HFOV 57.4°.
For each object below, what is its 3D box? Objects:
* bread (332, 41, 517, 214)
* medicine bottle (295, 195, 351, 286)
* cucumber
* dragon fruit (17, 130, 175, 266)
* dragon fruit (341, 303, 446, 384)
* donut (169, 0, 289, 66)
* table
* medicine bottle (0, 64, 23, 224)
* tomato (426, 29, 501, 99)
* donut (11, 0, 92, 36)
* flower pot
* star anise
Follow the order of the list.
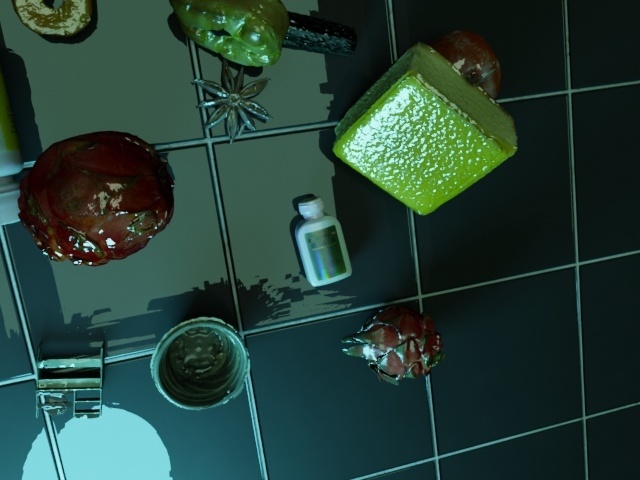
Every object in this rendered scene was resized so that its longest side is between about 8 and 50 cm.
[{"bbox_3d":[0.236,-0.244,1.381,0.324,0.333,0.143,35,49,-16],"label":"bread"},{"bbox_3d":[0.000,0.000,1.488,0.115,0.078,0.219,-17,104,-9],"label":"medicine bottle"},{"bbox_3d":[-0.012,-0.500,1.406,0.212,0.062,0.077,6,98,-14],"label":"cucumber"},{"bbox_3d":[-0.466,-0.089,1.247,0.302,0.295,0.295,-15,103,1],"label":"dragon fruit"},{"bbox_3d":[0.195,0.268,1.532,0.274,0.192,0.193,7,56,19],"label":"dragon fruit"},{"bbox_3d":[-0.195,-0.487,1.286,0.262,0.208,0.128,25,81,3],"label":"donut"},{"bbox_3d":[-0.600,0.335,1.408,0.146,0.062,0.175,2,98,-14],"label":"table"},{"bbox_3d":[-0.741,-0.215,1.200,0.214,0.213,0.378,-10,102,-12],"label":"medicine bottle"},{"bbox_3d":[0.326,-0.400,1.443,0.232,0.188,0.232,-5,133,-6],"label":"tomato"},{"bbox_3d":[-0.577,-0.528,1.265,0.162,0.065,0.178,3,98,-19],"label":"donut"},{"bbox_3d":[-0.294,0.282,1.434,0.236,0.140,0.235,-3,102,-14],"label":"flower pot"},{"bbox_3d":[-0.205,-0.337,1.390,0.195,0.065,0.182,-29,100,-3],"label":"star anise"}]
